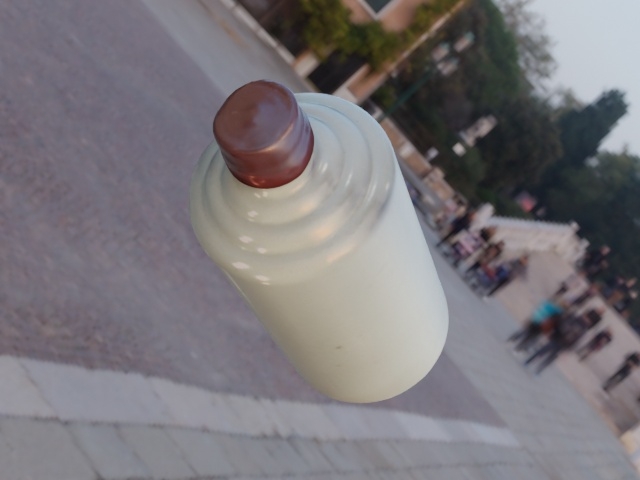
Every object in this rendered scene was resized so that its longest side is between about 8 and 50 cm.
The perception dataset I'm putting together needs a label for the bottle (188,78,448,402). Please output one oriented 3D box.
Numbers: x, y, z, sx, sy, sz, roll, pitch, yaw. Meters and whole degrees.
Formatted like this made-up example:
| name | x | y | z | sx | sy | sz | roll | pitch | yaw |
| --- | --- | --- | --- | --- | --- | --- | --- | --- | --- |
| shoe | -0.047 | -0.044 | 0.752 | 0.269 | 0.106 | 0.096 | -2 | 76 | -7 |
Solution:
| name | x | y | z | sx | sy | sz | roll | pitch | yaw |
| --- | --- | --- | --- | --- | --- | --- | --- | --- | --- |
| bottle | 0.000 | 0.000 | 0.595 | 0.104 | 0.104 | 0.245 | 52 | -4 | 30 |
